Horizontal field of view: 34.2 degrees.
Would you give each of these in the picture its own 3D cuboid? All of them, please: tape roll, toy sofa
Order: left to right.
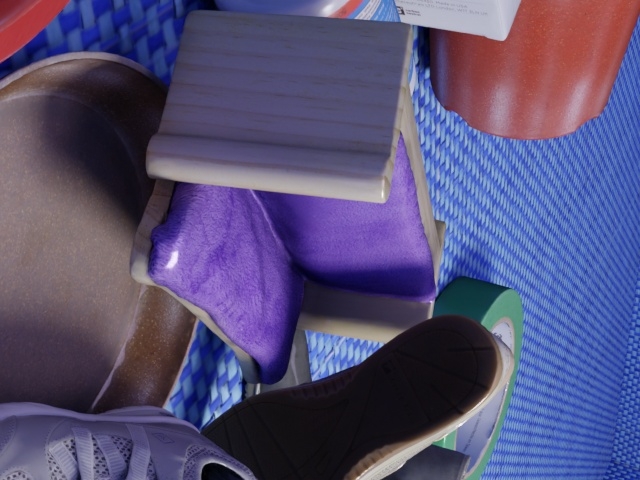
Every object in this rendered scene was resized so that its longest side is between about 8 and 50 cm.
[{"bbox_3d":[0.000,0.000,0.762,0.362,0.150,0.177,65,34,-67],"label":"toy sofa"},{"bbox_3d":[0.202,0.214,1.483,0.321,0.077,0.321,-40,137,-51],"label":"tape roll"}]

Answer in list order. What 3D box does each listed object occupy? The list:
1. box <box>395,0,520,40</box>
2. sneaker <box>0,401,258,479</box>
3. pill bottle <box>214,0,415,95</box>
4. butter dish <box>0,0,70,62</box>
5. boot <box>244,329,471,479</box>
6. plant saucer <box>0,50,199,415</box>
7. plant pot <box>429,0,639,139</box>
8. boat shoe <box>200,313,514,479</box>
[{"bbox_3d":[0.070,-0.268,0.815,0.119,0.181,0.182,-65,153,-21],"label":"box"},{"bbox_3d":[-0.124,0.151,0.600,0.281,0.115,0.105,-5,107,-64],"label":"sneaker"},{"bbox_3d":[0.006,-0.150,0.815,0.124,0.124,0.221,-65,153,-21],"label":"pill bottle"},{"bbox_3d":[-0.168,-0.134,0.466,0.160,0.160,0.118,-57,173,-34],"label":"butter dish"},{"bbox_3d":[0.033,0.175,0.946,0.076,0.208,0.189,-21,122,-61],"label":"boot"},{"bbox_3d":[-0.170,0.036,0.636,0.310,0.050,0.310,-42,140,-49],"label":"plant saucer"},{"bbox_3d":[0.221,-0.266,1.075,0.272,0.272,0.265,-55,157,-37],"label":"plant pot"},{"bbox_3d":[0.020,0.157,0.856,0.109,0.302,0.098,65,16,21],"label":"boat shoe"}]
